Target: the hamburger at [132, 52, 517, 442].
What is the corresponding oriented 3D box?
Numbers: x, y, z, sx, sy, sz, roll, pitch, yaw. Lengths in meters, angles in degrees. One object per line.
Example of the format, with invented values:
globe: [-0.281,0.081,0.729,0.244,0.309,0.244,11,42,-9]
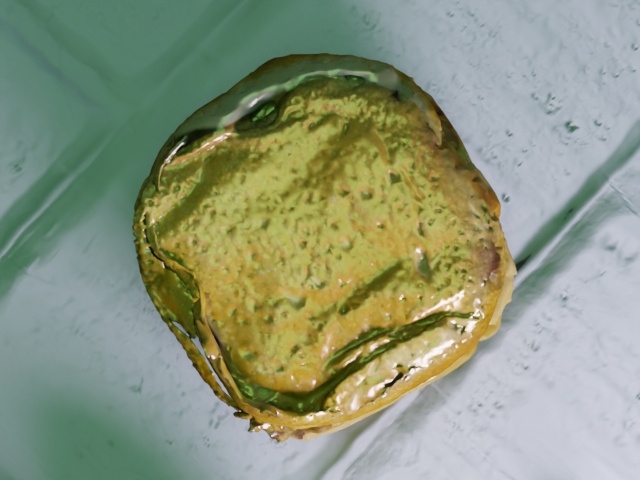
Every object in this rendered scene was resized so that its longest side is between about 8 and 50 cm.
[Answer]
hamburger: [0.000,0.000,1.623,0.319,0.158,0.318,0,84,0]
